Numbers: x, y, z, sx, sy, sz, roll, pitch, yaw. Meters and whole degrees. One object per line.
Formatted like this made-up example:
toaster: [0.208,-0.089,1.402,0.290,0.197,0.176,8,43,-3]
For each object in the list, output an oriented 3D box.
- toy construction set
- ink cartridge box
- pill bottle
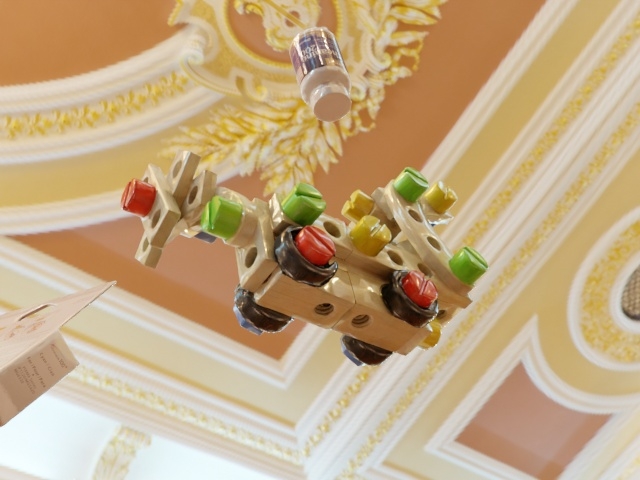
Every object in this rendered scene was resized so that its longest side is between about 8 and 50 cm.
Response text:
toy construction set: [0.000,0.000,0.643,0.328,0.215,0.151,10,-51,-22]
ink cartridge box: [-0.447,0.172,1.058,0.296,0.261,0.066,-16,-72,33]
pill bottle: [0.002,-0.212,0.972,0.067,0.120,0.067,-10,-36,-7]
